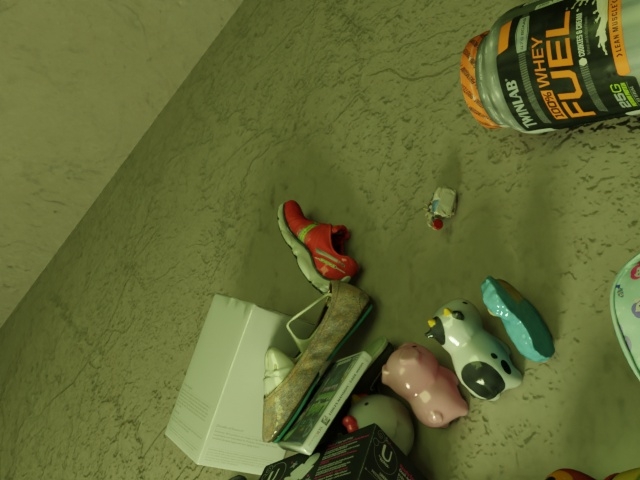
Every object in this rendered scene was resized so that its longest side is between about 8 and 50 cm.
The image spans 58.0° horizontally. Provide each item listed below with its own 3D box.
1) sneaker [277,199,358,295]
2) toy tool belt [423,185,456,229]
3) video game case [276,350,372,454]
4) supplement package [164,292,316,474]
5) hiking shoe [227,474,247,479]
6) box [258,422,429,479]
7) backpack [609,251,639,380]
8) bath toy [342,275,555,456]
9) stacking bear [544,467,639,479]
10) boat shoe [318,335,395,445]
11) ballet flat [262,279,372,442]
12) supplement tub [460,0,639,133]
[{"bbox_3d":[0.000,0.000,1.196,0.118,0.107,0.279,-36,46,5],"label":"sneaker"},{"bbox_3d":[0.207,-0.053,1.012,0.051,0.052,0.083,139,152,-75],"label":"toy tool belt"},{"bbox_3d":[0.002,0.263,0.935,0.173,0.022,0.190,-53,2,-23],"label":"video game case"},{"bbox_3d":[-0.145,0.271,1.115,0.178,0.175,0.292,5,74,57],"label":"supplement package"},{"bbox_3d":[-0.151,0.556,1.063,0.114,0.086,0.226,4,78,36],"label":"hiking shoe"},{"bbox_3d":[0.025,0.400,0.839,0.247,0.163,0.142,-34,13,34],"label":"box"},{"bbox_3d":[0.432,0.072,0.575,0.253,0.191,0.225,-37,46,37],"label":"backpack"},{"bbox_3d":[0.160,0.200,0.853,0.348,0.129,0.151,-46,42,23],"label":"bath toy"},{"bbox_3d":[0.338,0.295,0.575,0.175,0.164,0.289,-47,13,-35],"label":"stacking bear"},{"bbox_3d":[0.059,0.263,0.985,0.227,0.069,0.081,-52,2,11],"label":"boat shoe"},{"bbox_3d":[-0.034,0.201,1.026,0.316,0.106,0.107,-53,4,-20],"label":"ballet flat"},{"bbox_3d":[0.372,-0.261,0.813,0.316,0.194,0.193,-5,66,48],"label":"supplement tub"}]
